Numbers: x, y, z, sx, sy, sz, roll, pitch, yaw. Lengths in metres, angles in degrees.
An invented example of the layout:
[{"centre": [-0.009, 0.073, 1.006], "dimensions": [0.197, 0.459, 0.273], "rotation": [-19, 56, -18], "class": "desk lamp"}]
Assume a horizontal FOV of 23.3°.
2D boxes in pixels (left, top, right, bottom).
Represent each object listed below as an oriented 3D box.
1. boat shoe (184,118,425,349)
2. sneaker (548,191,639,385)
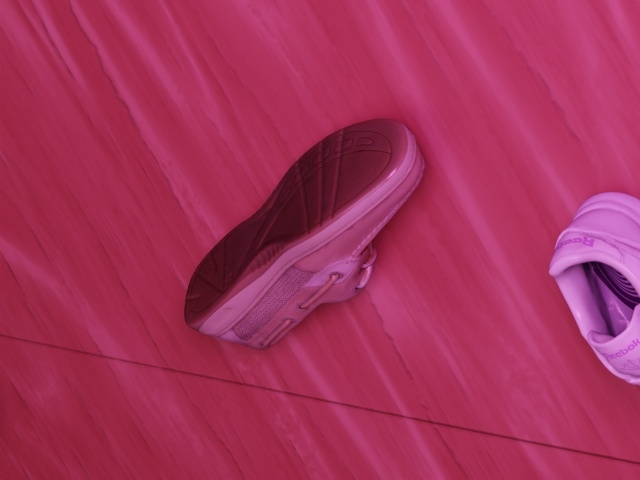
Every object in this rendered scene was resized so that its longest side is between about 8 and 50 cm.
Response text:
[{"centre": [0.000, 0.000, 1.530], "dimensions": [0.110, 0.121, 0.341], "rotation": [28, 136, -26], "class": "boat shoe"}, {"centre": [0.299, 0.108, 1.347], "dimensions": [0.114, 0.152, 0.305], "rotation": [-40, 88, 35], "class": "sneaker"}]
